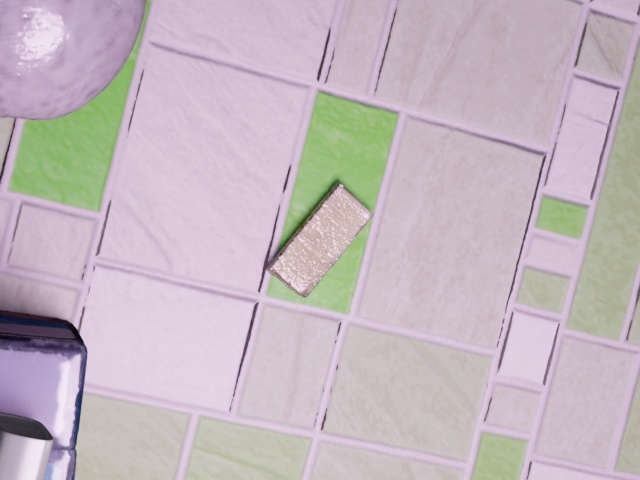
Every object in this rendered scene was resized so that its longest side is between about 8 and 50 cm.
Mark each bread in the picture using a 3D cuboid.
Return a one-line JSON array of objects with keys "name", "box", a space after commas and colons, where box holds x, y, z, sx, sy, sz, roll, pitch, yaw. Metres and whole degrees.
[{"name": "bread", "box": [0.000, 0.000, 1.663, 0.068, 0.028, 0.154, 40, 84, -14]}]

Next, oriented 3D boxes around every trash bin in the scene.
[{"name": "trash bin", "box": [-0.303, 0.241, 1.206, 0.059, 0.116, 0.130, 15, 88, -21]}]

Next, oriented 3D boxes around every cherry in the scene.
[{"name": "cherry", "box": [-0.335, -0.293, 1.386, 0.291, 0.335, 0.326, 14, 49, -15]}]

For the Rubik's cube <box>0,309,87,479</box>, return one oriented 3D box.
[{"name": "Rubik's cube", "box": [-0.455, 0.243, 1.400, 0.362, 0.359, 0.363, 11, 92, -14]}]
